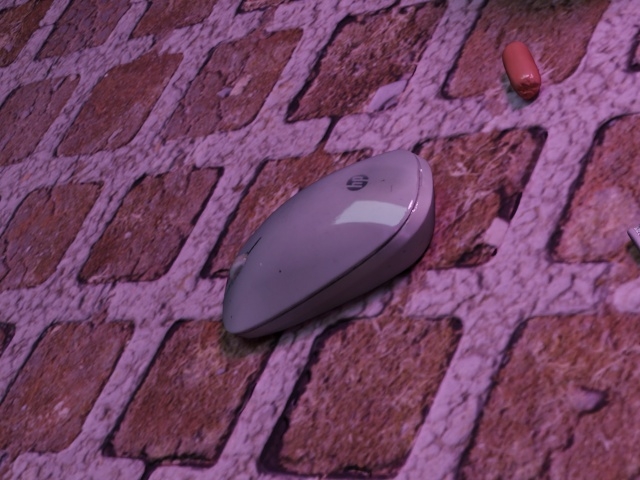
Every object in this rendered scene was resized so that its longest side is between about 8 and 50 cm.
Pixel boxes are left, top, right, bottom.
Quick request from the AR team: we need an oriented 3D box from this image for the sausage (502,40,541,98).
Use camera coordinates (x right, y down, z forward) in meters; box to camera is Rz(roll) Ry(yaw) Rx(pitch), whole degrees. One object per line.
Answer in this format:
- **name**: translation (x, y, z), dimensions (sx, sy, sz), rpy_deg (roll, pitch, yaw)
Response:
- **sausage**: translation (0.221, -0.187, 1.622), dimensions (0.034, 0.034, 0.083), rpy_deg (-32, 36, 16)

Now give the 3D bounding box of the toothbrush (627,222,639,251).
- **toothbrush**: translation (0.320, 0.061, 1.252), dimensions (0.025, 0.019, 0.275), rpy_deg (-29, 34, 6)

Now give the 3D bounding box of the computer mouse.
- **computer mouse**: translation (-0.003, -0.004, 1.592), dimensions (0.288, 0.097, 0.159), rpy_deg (-24, 40, 25)
